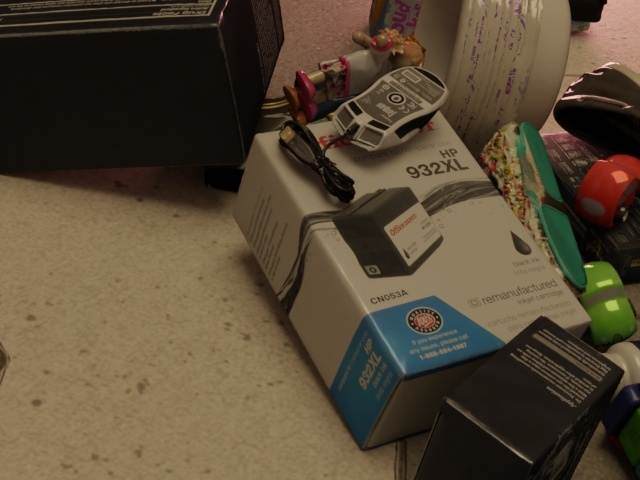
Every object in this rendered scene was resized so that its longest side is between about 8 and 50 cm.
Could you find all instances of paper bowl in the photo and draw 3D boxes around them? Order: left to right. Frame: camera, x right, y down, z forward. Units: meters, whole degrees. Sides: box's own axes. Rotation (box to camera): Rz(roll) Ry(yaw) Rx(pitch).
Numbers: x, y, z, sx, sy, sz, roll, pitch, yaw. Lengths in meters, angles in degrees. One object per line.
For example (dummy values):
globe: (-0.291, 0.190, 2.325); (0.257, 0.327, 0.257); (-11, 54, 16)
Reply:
paper bowl: (0.202, -0.225, 1.427); (0.148, 0.284, 0.284); (9, 38, -7)

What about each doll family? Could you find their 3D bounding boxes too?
doll family: (0.043, -0.155, 1.312); (0.163, 0.263, 0.118); (-22, 55, -14)

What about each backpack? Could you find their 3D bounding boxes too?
backpack: (0.373, -0.378, 1.825); (0.105, 0.084, 0.114); (-3, 45, -19)

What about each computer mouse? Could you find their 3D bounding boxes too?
computer mouse: (0.052, -0.110, 1.168); (0.193, 0.042, 0.106); (-33, 58, -31)

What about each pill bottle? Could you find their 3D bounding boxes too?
pill bottle: (0.326, 0.132, 1.187); (0.120, 0.067, 0.067); (-4, 41, -20)

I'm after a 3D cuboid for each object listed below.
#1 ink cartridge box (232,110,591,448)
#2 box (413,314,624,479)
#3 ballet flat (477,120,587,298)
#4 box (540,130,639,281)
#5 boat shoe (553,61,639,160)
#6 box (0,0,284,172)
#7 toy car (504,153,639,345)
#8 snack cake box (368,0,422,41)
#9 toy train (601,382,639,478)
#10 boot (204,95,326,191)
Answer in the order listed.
ink cartridge box: (0.080, 0.022, 1.172); (0.223, 0.129, 0.307); (-13, 54, -27)
box: (0.164, 0.175, 1.019); (0.093, 0.156, 0.158); (35, 44, 25)
ballet flat: (0.220, -0.023, 1.254); (0.091, 0.077, 0.241); (33, 36, -36)
box: (0.371, -0.050, 1.433); (0.183, 0.059, 0.232); (-8, 42, -20)
boat shoe: (0.416, -0.097, 1.381); (0.095, 0.112, 0.335); (-33, 49, -21)
box: (-0.215, -0.227, 1.355); (0.296, 0.182, 0.294); (-1, 36, 10)
toy car: (0.280, 0.011, 1.285); (0.239, 0.053, 0.225); (-20, 52, 1)
snack cake box: (0.133, -0.374, 1.611); (0.089, 0.264, 0.152); (6, 38, -8)
toy train: (0.405, 0.190, 1.118); (0.248, 0.105, 0.143); (-4, 51, -20)
boot: (-0.043, -0.107, 1.396); (0.198, 0.077, 0.137); (-4, 43, 1)
